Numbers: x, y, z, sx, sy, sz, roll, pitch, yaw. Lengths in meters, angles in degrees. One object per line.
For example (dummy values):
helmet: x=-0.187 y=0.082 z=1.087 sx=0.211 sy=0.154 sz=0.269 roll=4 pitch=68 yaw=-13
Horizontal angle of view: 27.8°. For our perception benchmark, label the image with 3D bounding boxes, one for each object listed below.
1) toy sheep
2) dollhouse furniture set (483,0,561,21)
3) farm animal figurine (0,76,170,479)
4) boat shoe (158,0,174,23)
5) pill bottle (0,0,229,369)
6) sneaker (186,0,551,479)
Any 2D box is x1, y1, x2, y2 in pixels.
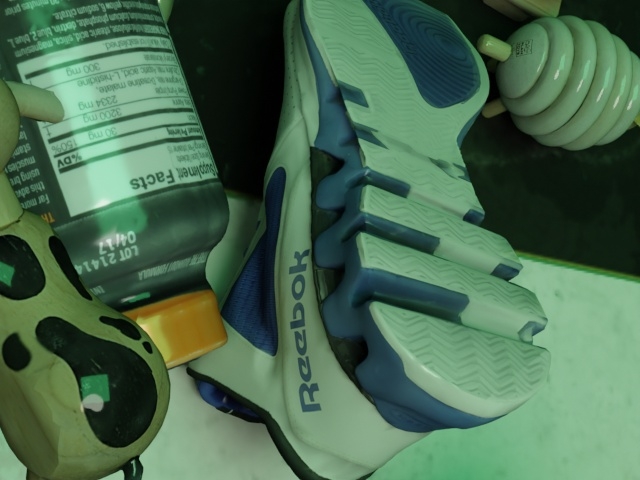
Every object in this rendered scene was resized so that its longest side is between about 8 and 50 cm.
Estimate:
toy sheep: x=0.151 y=-0.099 z=0.809 sx=0.132 sy=0.091 sz=0.091 roll=14 pitch=73 yaw=-27
dollhouse furniture set: x=0.127 y=-0.331 z=0.796 sx=0.356 sy=0.174 sz=0.303 roll=26 pitch=67 yaw=-24
farm animal figurine: x=-0.218 y=-0.037 z=0.467 sx=0.330 sy=0.172 sz=0.326 roll=8 pitch=52 yaw=-24
boat shoe: x=-0.096 y=-0.178 z=0.712 sx=0.042 sy=0.049 sz=0.133 roll=3 pitch=84 yaw=-1
pill bottle: x=-0.123 y=-0.050 z=0.615 sx=0.130 sy=0.130 sz=0.245 roll=-18 pitch=89 yaw=-32
sneaker: x=0.000 y=0.001 z=0.683 sx=0.127 sy=0.182 sz=0.315 roll=23 pitch=39 yaw=-26
